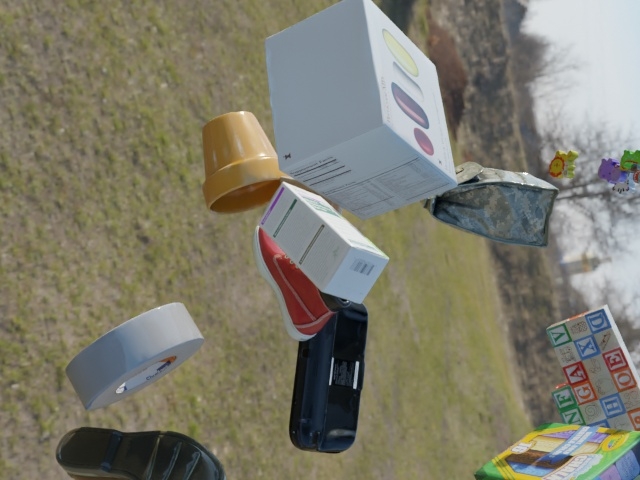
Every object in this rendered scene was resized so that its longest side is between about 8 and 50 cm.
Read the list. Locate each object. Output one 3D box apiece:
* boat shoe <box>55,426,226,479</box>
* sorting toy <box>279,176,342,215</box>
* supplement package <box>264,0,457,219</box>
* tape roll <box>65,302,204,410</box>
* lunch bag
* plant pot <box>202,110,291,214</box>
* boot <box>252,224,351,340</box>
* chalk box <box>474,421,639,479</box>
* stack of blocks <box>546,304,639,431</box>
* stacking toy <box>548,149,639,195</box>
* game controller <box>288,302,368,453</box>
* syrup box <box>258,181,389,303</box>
[{"bbox_3d":[-0.288,0.384,1.482,0.104,0.307,0.111,75,32,-48],"label":"boat shoe"},{"bbox_3d":[-0.026,-0.017,1.791,0.038,0.193,0.208,-2,101,-40],"label":"sorting toy"},{"bbox_3d":[0.053,-0.162,1.120,0.203,0.149,0.194,27,49,-53],"label":"supplement package"},{"bbox_3d":[-0.300,0.189,1.437,0.072,0.219,0.219,57,9,10],"label":"tape roll"},{"bbox_3d":[0.373,-0.092,2.048,0.235,0.286,0.169,-89,-173,-80],"label":"lunch bag"},{"bbox_3d":[-0.185,-0.183,2.018,0.205,0.205,0.188,31,40,-74],"label":"plant pot"},{"bbox_3d":[-0.029,0.041,1.641,0.088,0.176,0.244,-7,62,-42],"label":"boot"},{"bbox_3d":[0.408,0.397,1.319,0.289,0.179,0.180,-15,-80,63],"label":"chalk box"},{"bbox_3d":[0.573,0.303,1.842,0.087,0.171,0.297,-4,71,-68],"label":"stack of blocks"},{"bbox_3d":[0.519,-0.112,1.477,0.221,0.166,0.052,9,-90,62],"label":"stacking toy"},{"bbox_3d":[0.021,0.262,1.768,0.166,0.067,0.319,19,74,-46],"label":"game controller"},{"bbox_3d":[0.000,0.000,1.495,0.093,0.096,0.237,20,17,-41],"label":"syrup box"}]
